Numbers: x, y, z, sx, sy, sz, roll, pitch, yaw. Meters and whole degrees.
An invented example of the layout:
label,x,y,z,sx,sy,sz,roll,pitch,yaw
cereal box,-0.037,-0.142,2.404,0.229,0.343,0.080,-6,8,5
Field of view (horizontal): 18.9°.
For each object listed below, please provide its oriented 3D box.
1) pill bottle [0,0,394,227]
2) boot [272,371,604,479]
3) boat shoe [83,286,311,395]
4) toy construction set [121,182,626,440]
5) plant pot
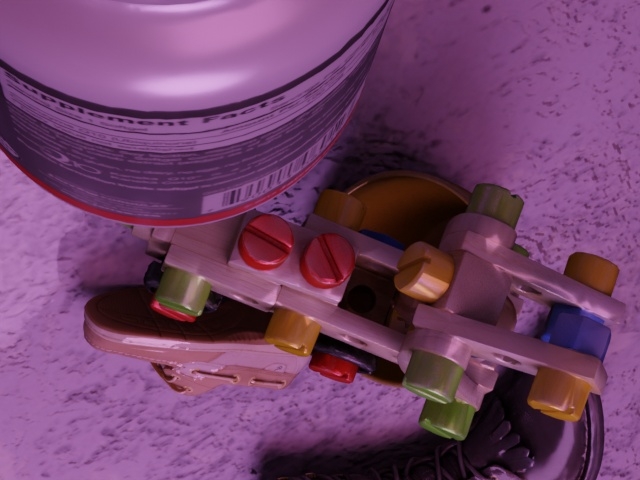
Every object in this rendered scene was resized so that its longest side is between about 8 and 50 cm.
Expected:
label,x,y,z,sx,sy,sz,roll,pitch,yaw
pill bottle,-0.065,-0.139,0.803,0.210,0.210,0.363,-23,171,-9
boot,0.064,0.179,1.361,0.229,0.091,0.263,-1,130,-28
boat shoe,-0.076,0.070,1.209,0.170,0.063,0.059,7,118,-34
toy construction set,0.000,0.000,1.066,0.151,0.328,0.215,-54,-179,-13
plant pot,0.072,0.021,1.214,0.134,0.134,0.095,-53,160,21
